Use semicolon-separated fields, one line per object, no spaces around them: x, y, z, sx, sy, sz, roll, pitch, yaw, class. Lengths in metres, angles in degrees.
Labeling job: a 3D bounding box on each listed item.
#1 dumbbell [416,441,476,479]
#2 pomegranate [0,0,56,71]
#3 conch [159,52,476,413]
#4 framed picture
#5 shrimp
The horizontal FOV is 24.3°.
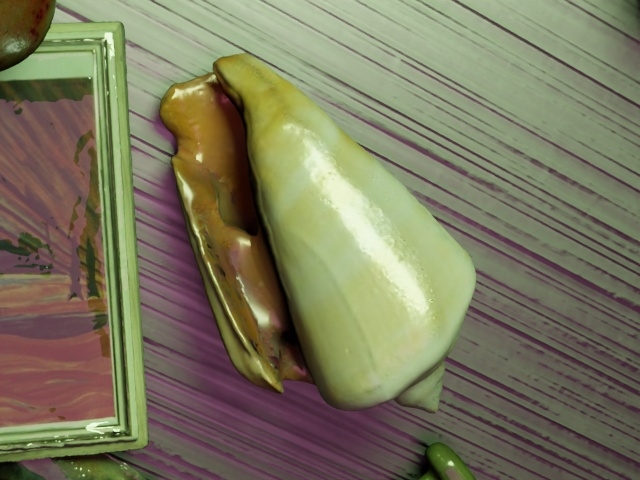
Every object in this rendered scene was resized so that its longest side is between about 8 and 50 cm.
0.054;0.191;1.023;0.118;0.046;0.052;-38;102;-2;dumbbell
-0.212;-0.150;0.854;0.130;0.130;0.130;-3;103;-12;pomegranate
0.005;0.000;0.948;0.158;0.127;0.255;-27;85;24;conch
-0.218;0.004;0.911;0.216;0.016;0.273;-5;93;-12;framed picture
-0.200;0.180;0.965;0.217;0.051;0.150;25;99;-9;shrimp
